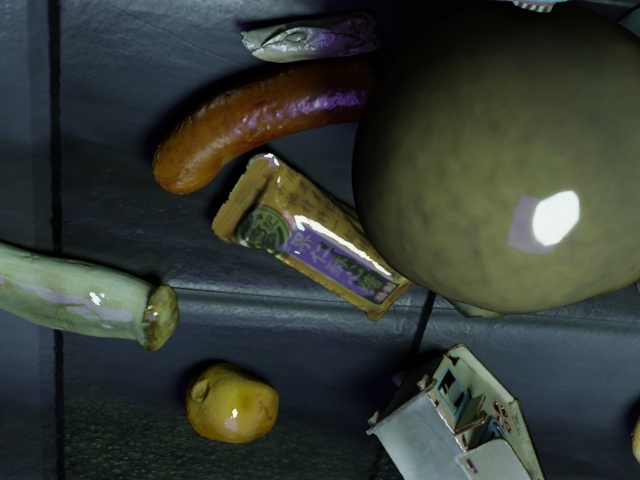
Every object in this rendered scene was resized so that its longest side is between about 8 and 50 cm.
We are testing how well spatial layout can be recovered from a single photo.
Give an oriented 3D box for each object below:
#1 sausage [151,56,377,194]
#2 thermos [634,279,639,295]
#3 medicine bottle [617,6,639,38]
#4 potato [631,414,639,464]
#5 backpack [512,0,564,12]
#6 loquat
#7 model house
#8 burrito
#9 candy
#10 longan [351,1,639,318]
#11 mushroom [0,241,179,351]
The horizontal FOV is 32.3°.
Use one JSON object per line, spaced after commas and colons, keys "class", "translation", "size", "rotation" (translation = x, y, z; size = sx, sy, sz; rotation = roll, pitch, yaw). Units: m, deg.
{"class": "sausage", "translation": [-0.063, -0.135, 1.237], "size": [0.302, 0.076, 0.103], "rotation": [-18, 128, 17]}
{"class": "thermos", "translation": [0.541, 0.009, 1.363], "size": [0.176, 0.146, 0.265], "rotation": [30, 120, -20]}
{"class": "medicine bottle", "translation": [0.415, -0.087, 1.157], "size": [0.245, 0.290, 0.245], "rotation": [-1, 134, -1]}
{"class": "potato", "translation": [0.568, 0.299, 1.645], "size": [0.234, 0.146, 0.150], "rotation": [16, 176, -34]}
{"class": "backpack", "translation": [0.089, -0.315, 0.941], "size": [0.317, 0.283, 0.197], "rotation": [3, 134, 9]}
{"class": "loquat", "translation": [-0.124, 0.233, 1.576], "size": [0.137, 0.113, 0.137], "rotation": [4, 165, 1]}
{"class": "model house", "translation": [0.227, 0.303, 1.574], "size": [0.169, 0.244, 0.326], "rotation": [-30, 95, 21]}
{"class": "burrito", "translation": [-0.009, -0.215, 1.188], "size": [0.149, 0.041, 0.055], "rotation": [-8, 147, 2]}
{"class": "candy", "translation": [0.000, 0.000, 1.362], "size": [0.271, 0.101, 0.143], "rotation": [30, 118, -19]}
{"class": "longan", "translation": [0.176, -0.068, 1.009], "size": [0.319, 0.319, 0.319], "rotation": [-1, 134, -1]}
{"class": "mushroom", "translation": [-0.344, 0.065, 1.420], "size": [0.333, 0.087, 0.107], "rotation": [13, 128, -10]}
